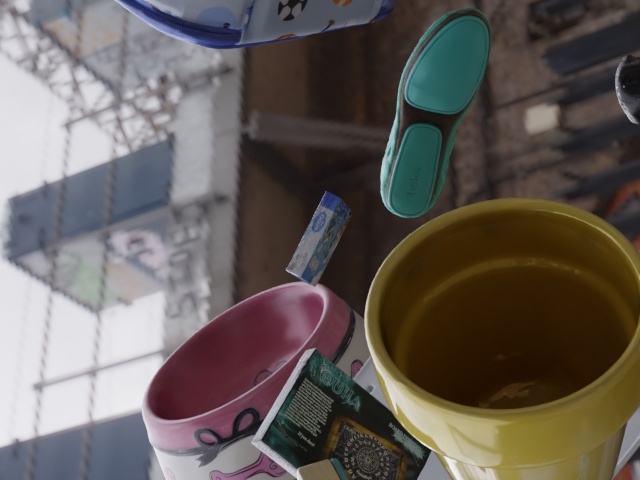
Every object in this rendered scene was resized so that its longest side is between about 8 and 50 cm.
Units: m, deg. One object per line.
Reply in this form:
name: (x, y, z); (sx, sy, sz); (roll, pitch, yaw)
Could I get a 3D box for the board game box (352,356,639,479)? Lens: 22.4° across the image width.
board game box: (0.215, 0.221, 2.027); (0.050, 0.390, 0.390); (31, -172, -48)

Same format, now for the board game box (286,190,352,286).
board game box: (0.000, 0.000, 1.649); (0.090, 0.020, 0.090); (-62, -12, -3)

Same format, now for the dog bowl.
dog bowl: (-0.090, 0.220, 2.428); (0.150, 0.408, 0.408); (56, -149, -20)

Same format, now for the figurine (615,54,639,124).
figurine: (0.512, -0.153, 2.075); (0.092, 0.209, 0.215); (-54, -52, -49)

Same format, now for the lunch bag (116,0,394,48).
lunch bag: (-0.078, -0.261, 1.353); (0.303, 0.243, 0.115); (-17, -49, -50)

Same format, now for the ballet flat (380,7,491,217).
ballet flat: (0.116, -0.145, 1.729); (0.087, 0.083, 0.247); (-95, 20, -63)

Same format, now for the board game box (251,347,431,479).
board game box: (0.027, 0.222, 1.757); (0.186, 0.026, 0.126); (41, -119, -17)

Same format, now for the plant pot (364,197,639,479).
plant pot: (0.185, 0.130, 1.482); (0.239, 0.254, 0.254); (72, -161, -46)

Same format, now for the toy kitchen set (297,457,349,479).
toy kitchen set: (0.078, 0.317, 1.637); (0.122, 0.166, 0.207); (-122, 22, -47)
